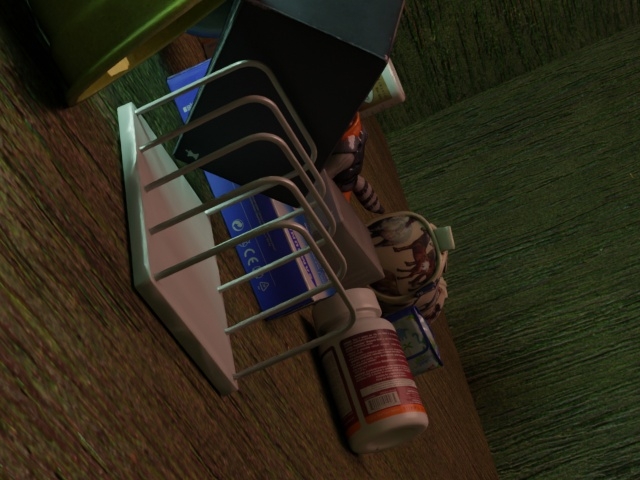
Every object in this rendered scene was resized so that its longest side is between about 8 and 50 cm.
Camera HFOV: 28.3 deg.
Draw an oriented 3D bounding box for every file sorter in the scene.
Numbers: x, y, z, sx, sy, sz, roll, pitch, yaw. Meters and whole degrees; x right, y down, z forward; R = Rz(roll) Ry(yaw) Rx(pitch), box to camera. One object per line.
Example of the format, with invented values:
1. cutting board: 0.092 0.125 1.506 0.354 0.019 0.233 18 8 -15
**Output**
1. file sorter: -0.085 -0.024 1.329 0.278 0.173 0.193 -104 166 -45

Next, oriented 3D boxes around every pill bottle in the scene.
1. pill bottle: 0.051 -0.307 2.661 0.131 0.229 0.131 -23 90 -81
2. pill bottle: 0.067 0.188 1.852 0.121 0.121 0.221 48 21 -64

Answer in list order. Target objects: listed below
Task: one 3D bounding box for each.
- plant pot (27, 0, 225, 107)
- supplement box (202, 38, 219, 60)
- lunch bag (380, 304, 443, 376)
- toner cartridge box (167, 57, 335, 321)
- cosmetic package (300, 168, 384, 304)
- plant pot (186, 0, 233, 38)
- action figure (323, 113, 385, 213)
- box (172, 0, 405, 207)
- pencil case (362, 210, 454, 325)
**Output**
1. plant pot: -0.203 -0.306 1.192 0.254 0.276 0.276 53 11 -9
2. supplement box: -0.149 -0.270 2.012 0.062 0.036 0.098 51 18 -58
3. lunch bag: 0.131 0.180 2.225 0.151 0.128 0.096 59 11 -45
4. toner cartridge box: -0.090 -0.068 1.725 0.165 0.075 0.348 -9 76 -78
5. cosmetic package: 0.000 0.000 1.927 0.238 0.127 0.107 56 14 -59
6. plant pot: -0.154 -0.509 1.763 0.341 0.341 0.334 59 4 -40
7. action figure: 0.025 -0.171 2.289 0.330 0.178 0.341 85 4 -54
8. box: -0.022 -0.251 1.523 0.296 0.182 0.294 124 -13 -52
9. pencil case: 0.155 0.066 2.338 0.410 0.183 0.160 66 21 -76
